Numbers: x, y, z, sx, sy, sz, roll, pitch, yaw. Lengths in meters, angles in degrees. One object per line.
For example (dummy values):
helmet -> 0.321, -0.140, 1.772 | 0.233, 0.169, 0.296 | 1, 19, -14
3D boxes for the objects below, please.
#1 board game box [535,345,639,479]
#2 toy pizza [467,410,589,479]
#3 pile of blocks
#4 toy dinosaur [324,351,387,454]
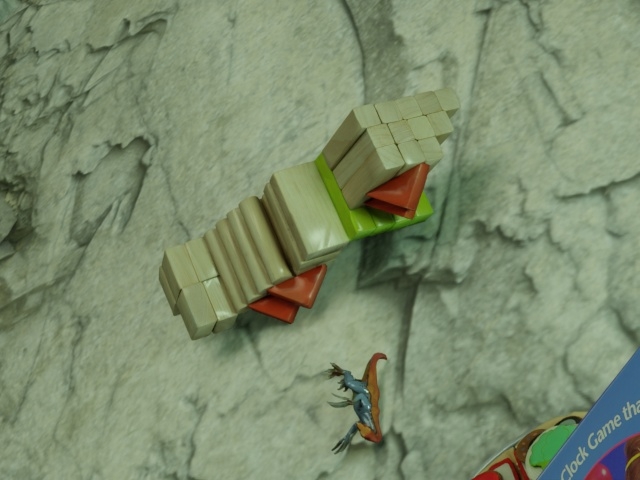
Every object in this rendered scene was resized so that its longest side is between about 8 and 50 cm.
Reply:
board game box -> 0.226, 0.134, 0.799 | 0.347, 0.078, 0.233 | -59, 35, 35
toy pizza -> 0.147, 0.191, 1.138 | 0.201, 0.032, 0.201 | -32, 30, 21
pile of blocks -> 0.000, 0.000, 1.546 | 0.362, 0.149, 0.112 | -34, 71, 35
toy dinosaur -> 0.035, 0.129, 1.365 | 0.090, 0.047, 0.082 | -38, 45, -12
